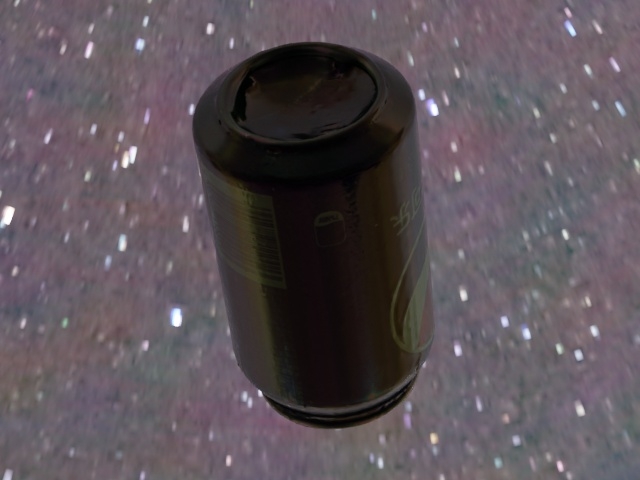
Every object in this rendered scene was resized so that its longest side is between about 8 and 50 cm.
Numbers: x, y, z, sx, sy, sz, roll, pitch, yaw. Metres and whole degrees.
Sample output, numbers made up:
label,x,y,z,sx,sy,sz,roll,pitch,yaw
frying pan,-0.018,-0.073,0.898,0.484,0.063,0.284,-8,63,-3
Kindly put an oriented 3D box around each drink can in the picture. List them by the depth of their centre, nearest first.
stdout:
label,x,y,z,sx,sy,sz,roll,pitch,yaw
drink can,0.000,0.000,1.018,0.118,0.118,0.205,-6,-48,1
